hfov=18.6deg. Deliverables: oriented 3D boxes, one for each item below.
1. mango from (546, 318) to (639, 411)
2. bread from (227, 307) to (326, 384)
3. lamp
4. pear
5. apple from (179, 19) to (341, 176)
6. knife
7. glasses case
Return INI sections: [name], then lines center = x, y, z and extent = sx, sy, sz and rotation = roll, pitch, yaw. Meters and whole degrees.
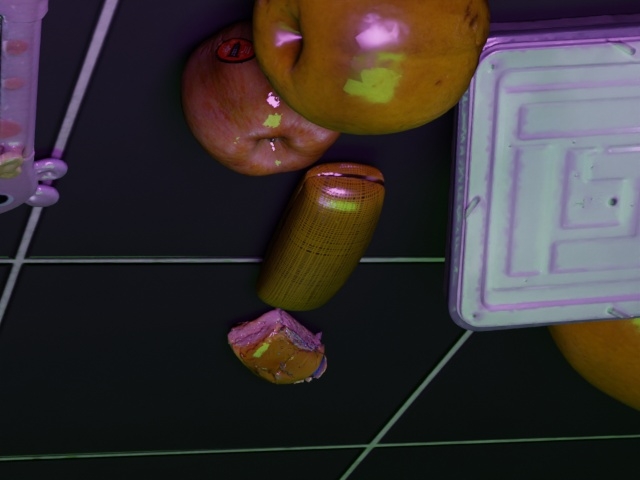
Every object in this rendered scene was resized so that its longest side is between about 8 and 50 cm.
[mango]
center = 0.405, 0.058, 1.788
extent = 0.445, 0.232, 0.300
rotation = 9, 147, -19
[bread]
center = -0.042, 0.111, 1.941
extent = 0.072, 0.053, 0.106
rotation = -22, 147, 18
[lamp]
center = 0.233, -0.053, 1.554
extent = 0.266, 0.047, 0.269
rotation = -4, 122, -8
[pear]
center = 0.039, -0.143, 1.328
extent = 0.162, 0.149, 0.149
rotation = -5, 156, -28
[apple]
center = -0.040, -0.103, 1.435
extent = 0.126, 0.102, 0.126
rotation = -7, 155, -3
[knife]
center = -0.244, -0.105, 1.436
extent = 0.132, 0.038, 0.399
rotation = -6, 154, -14
[glasses case]
center = 0.000, 0.000, 1.711
extent = 0.079, 0.064, 0.234
rotation = 5, 153, -12
